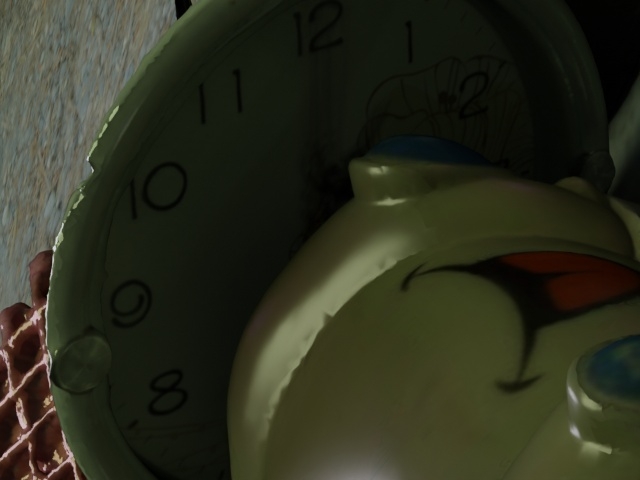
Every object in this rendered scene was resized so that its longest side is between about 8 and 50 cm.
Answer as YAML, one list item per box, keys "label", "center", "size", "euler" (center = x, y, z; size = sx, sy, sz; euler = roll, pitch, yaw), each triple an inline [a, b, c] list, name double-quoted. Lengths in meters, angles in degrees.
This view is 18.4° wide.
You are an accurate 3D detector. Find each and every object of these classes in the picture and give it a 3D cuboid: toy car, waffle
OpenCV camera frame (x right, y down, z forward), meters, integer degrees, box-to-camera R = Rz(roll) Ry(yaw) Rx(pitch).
- label: "toy car"
  center: [0.007, 0.147, 0.578]
  size: [0.242, 0.226, 0.336]
  euler: [-128, 53, -66]
- label: "waffle"
  center: [-0.138, 0.102, 1.175]
  size: [0.221, 0.055, 0.234]
  euler: [13, 82, 45]

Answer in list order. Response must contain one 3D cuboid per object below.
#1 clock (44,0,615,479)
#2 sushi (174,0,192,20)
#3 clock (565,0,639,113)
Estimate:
- label: "clock"
  center: [0.000, 0.000, 0.689]
  size: [0.053, 0.236, 0.236]
  euler: [30, 108, 49]
- label: "sushi"
  center: [-0.006, 0.017, 0.881]
  size: [0.290, 0.050, 0.264]
  euler: [-101, -4, -57]
- label: "clock"
  center: [0.077, -0.147, 0.843]
  size: [0.280, 0.055, 0.280]
  euler: [-167, 90, -72]
